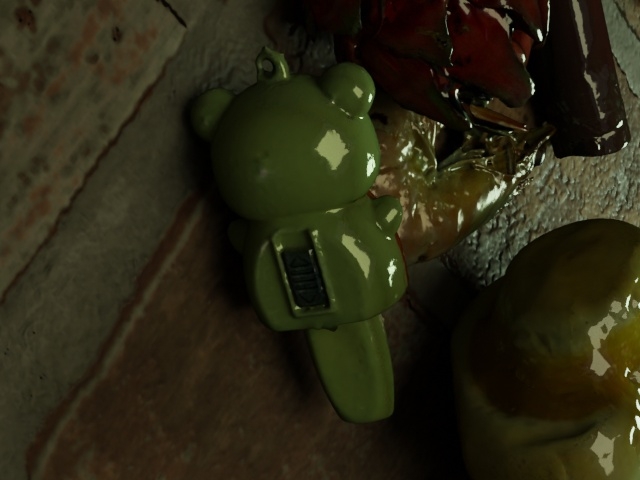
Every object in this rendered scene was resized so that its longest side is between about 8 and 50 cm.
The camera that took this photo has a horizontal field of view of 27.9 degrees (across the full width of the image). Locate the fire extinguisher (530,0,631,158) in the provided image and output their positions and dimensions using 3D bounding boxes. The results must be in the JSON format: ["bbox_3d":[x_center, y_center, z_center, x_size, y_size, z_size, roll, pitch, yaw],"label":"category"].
[{"bbox_3d":[0.199,-0.199,1.112,0.089,0.072,0.267,-21,111,-6],"label":"fire extinguisher"}]

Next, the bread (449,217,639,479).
[{"bbox_3d":[0.223,0.147,1.072,0.341,0.210,0.300,55,47,-32],"label":"bread"}]

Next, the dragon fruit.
[{"bbox_3d":[0.079,-0.180,0.926,0.189,0.182,0.182,18,81,-34],"label":"dragon fruit"}]

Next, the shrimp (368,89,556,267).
[{"bbox_3d":[0.108,-0.068,1.045,0.267,0.061,0.145,-18,97,-39],"label":"shrimp"}]

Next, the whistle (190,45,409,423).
[{"bbox_3d":[0.000,0.000,0.905,0.106,0.131,0.288,-63,140,-61],"label":"whistle"}]
